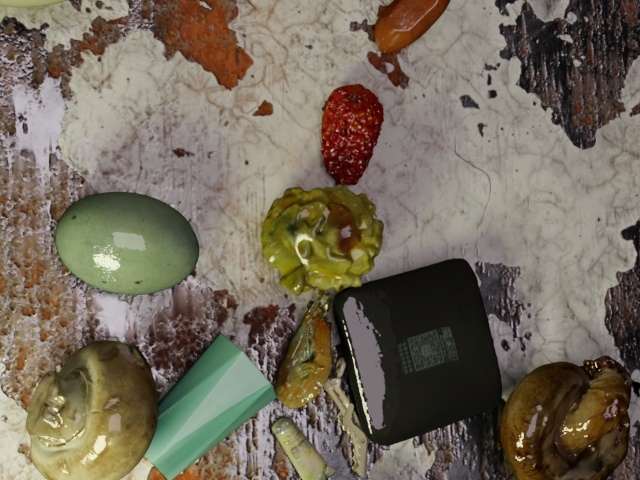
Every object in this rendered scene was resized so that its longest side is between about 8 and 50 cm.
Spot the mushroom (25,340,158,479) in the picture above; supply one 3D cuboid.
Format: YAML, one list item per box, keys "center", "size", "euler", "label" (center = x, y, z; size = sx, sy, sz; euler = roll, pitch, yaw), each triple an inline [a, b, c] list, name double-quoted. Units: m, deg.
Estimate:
- center: [-0.361, 0.268, 1.726]
  size: [0.184, 0.255, 0.255]
  euler: [27, 78, -25]
  label: "mushroom"

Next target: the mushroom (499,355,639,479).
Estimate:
- center: [0.457, 0.335, 1.997]
  size: [0.283, 0.195, 0.263]
  euler: [-40, 106, 0]
  label: "mushroom"

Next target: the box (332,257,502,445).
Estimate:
- center: [0.178, 0.199, 1.977]
  size: [0.289, 0.073, 0.290]
  euler: [-15, 91, -22]
  label: "box"

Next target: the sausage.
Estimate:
- center: [0.172, -0.424, 2.028]
  size: [0.179, 0.089, 0.089]
  euler: [-45, 99, -6]
  label: "sausage"

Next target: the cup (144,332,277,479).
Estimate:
- center: [-0.202, 0.291, 1.836]
  size: [0.236, 0.134, 0.148]
  euler: [-44, 96, -12]
  label: "cup"

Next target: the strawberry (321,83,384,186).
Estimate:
- center: [0.065, -0.194, 1.978]
  size: [0.121, 0.082, 0.188]
  euler: [6, 81, -20]
  label: "strawberry"

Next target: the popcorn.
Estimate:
- center: [0.002, 0.000, 1.900]
  size: [0.218, 0.169, 0.189]
  euler: [-1, 92, 19]
  label: "popcorn"

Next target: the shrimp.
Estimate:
- center: [-0.014, 0.193, 1.909]
  size: [0.051, 0.115, 0.217]
  euler: [35, 69, -48]
  label: "shrimp"

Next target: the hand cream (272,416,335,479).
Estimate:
- center: [-0.035, 0.376, 1.926]
  size: [0.061, 0.039, 0.143]
  euler: [-39, 102, -19]
  label: "hand cream"

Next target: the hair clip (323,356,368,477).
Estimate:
- center: [0.052, 0.315, 1.957]
  size: [0.072, 0.034, 0.226]
  euler: [-25, 94, -18]
  label: "hair clip"

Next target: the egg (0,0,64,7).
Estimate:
- center: [-0.496, -0.513, 1.723]
  size: [0.345, 0.283, 0.283]
  euler: [-2, 86, -13]
  label: "egg"

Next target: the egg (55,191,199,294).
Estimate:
- center: [-0.317, 0.005, 1.795]
  size: [0.236, 0.169, 0.169]
  euler: [12, 82, -19]
  label: "egg"
